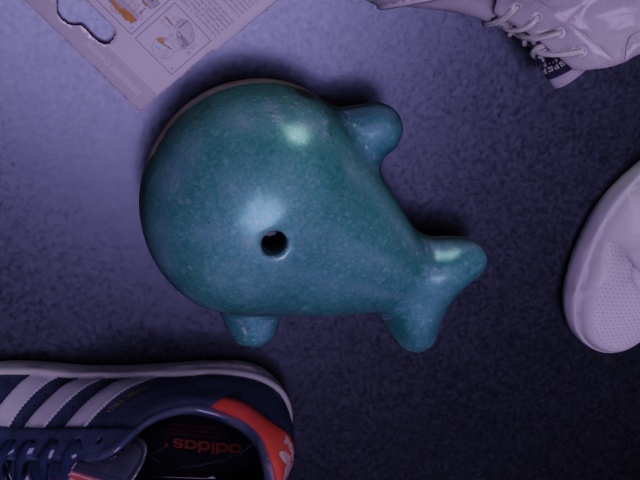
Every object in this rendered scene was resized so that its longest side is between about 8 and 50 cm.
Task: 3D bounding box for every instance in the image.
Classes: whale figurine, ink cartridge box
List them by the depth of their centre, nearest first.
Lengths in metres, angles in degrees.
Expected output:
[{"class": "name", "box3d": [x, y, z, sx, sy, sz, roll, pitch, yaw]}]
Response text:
[{"class": "ink cartridge box", "box3d": [-0.107, -0.224, 0.808, 0.224, 0.056, 0.181, -35, 113, 25]}, {"class": "whale figurine", "box3d": [0.000, 0.000, 0.848, 0.272, 0.141, 0.216, 30, 103, -19]}]

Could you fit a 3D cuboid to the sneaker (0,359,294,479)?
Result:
[{"class": "sneaker", "box3d": [-0.190, 0.171, 0.880, 0.350, 0.148, 0.131, -9, 112, -5]}]

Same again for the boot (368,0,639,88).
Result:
[{"class": "boot", "box3d": [0.157, -0.167, 0.833, 0.258, 0.095, 0.123, -13, 105, -5]}]

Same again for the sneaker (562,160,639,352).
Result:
[{"class": "sneaker", "box3d": [0.305, -0.010, 0.879, 0.108, 0.169, 0.293, 28, 105, -19]}]
